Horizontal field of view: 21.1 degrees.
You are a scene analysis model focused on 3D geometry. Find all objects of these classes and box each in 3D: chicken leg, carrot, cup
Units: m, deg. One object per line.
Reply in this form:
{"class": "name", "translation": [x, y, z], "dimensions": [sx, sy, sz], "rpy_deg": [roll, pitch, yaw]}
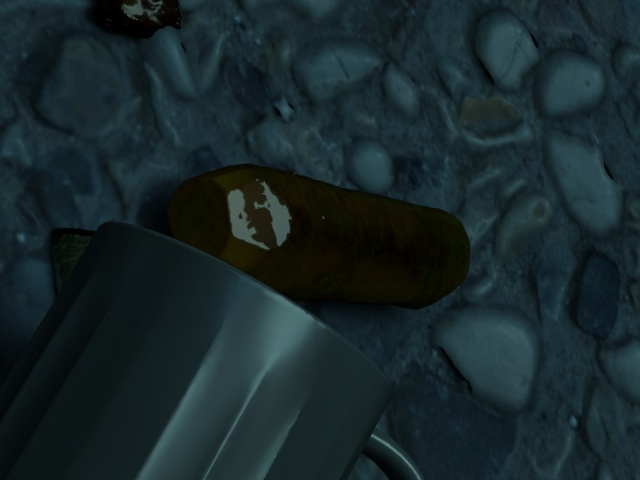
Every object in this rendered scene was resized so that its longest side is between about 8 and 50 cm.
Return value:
{"class": "chicken leg", "translation": [-0.108, -0.279, 1.537], "dimensions": [0.113, 0.093, 0.304], "rpy_deg": [41, 54, -2]}
{"class": "carrot", "translation": [0.000, 0.000, 1.504], "dimensions": [0.302, 0.114, 0.114], "rpy_deg": [10, 67, -47]}
{"class": "cup", "translation": [-0.095, 0.205, 1.150], "dimensions": [0.323, 0.237, 0.327], "rpy_deg": [33, 75, -15]}

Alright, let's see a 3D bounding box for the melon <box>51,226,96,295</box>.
{"class": "melon", "translation": [-0.131, 0.069, 1.349], "dimensions": [0.093, 0.202, 0.139], "rpy_deg": [10, 100, -63]}
